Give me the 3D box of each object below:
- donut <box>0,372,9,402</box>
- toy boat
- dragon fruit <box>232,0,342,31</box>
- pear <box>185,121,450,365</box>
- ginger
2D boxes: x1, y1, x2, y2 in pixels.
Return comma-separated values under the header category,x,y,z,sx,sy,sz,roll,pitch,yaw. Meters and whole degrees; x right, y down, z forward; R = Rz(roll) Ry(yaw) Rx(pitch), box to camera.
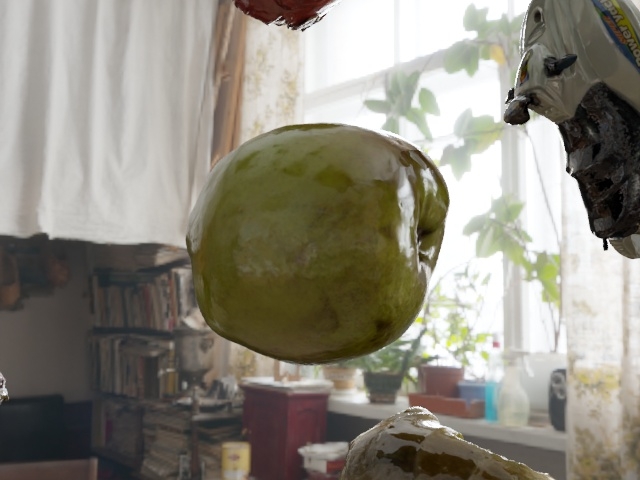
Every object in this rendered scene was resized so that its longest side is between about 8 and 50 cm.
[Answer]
category,x,y,z,sx,sy,sz,roll,pitch,yaw
donut,-0.474,0.194,0.703,0.259,0.136,0.345,31,-50,-10
toy boat,0.243,-0.102,0.601,0.141,0.269,0.141,-36,1,1
dragon fruit,-0.043,-0.421,0.940,0.241,0.241,0.252,1,-42,-7
pear,0.000,0.000,0.523,0.200,0.199,0.200,1,-5,0
ginger,0.131,0.222,0.555,0.295,0.086,0.131,15,39,42
